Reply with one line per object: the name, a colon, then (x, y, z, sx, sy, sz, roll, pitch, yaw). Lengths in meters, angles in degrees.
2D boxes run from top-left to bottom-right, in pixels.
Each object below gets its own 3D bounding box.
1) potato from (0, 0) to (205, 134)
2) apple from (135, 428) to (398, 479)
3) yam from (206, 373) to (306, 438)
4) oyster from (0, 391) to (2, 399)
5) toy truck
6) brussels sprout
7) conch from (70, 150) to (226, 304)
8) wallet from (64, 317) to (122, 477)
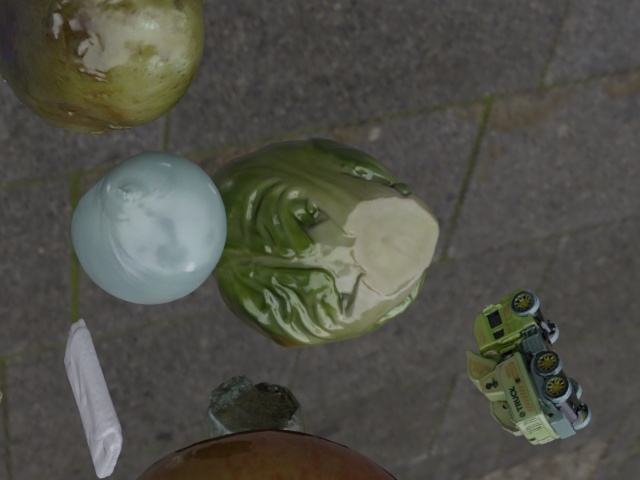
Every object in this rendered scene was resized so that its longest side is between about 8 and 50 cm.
potato: (-0.213, -0.200, 1.371, 0.173, 0.307, 0.210, -13, 101, -27)
apple: (-0.036, 0.253, 1.042, 0.261, 0.194, 0.261, -1, 123, -2)
yam: (-0.048, 0.235, 1.377, 0.093, 0.093, 0.259, -17, 132, -11)
oyster: (-0.262, 0.126, 1.109, 0.019, 0.054, 0.083, 11, 147, 10)
toy truck: (0.240, 0.160, 1.761, 0.116, 0.191, 0.085, -26, 139, 12)
brussels sprout: (0.005, 0.002, 2.027, 0.281, 0.289, 0.355, -24, -166, -33)
conch: (-0.208, -0.004, 1.741, 0.185, 0.121, 0.221, 21, 126, 8)
wallet: (-0.288, 0.197, 1.839, 0.032, 0.183, 0.124, -12, 155, -22)
